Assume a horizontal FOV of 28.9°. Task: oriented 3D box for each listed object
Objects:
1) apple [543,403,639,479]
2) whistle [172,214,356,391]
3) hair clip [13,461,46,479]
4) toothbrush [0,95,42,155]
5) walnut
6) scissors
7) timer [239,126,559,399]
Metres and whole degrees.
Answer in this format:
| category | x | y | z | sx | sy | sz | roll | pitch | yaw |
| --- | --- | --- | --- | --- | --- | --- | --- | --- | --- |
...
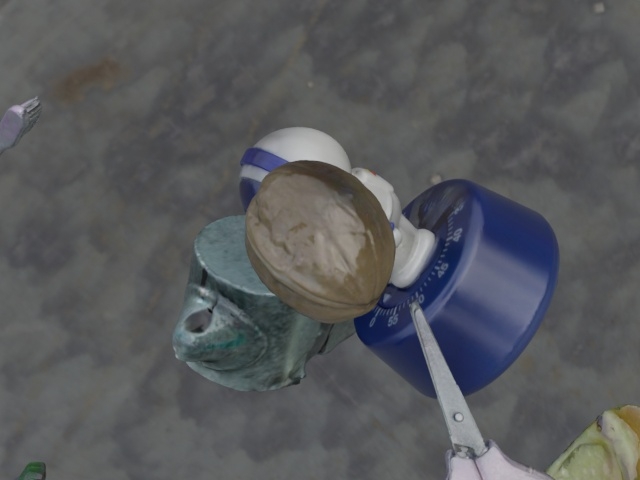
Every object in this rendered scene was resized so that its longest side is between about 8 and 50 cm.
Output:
| category | x | y | z | sx | sy | sz | roll | pitch | yaw |
| --- | --- | --- | --- | --- | --- | --- | --- | --- | --- |
| apple | 0.236 | 0.234 | 0.998 | 0.120 | 0.193 | 0.265 | 59 | 135 | 30 |
| whistle | -0.022 | 0.080 | 1.701 | 0.404 | 0.168 | 0.188 | -3 | 36 | -23 |
| hair clip | -0.254 | 0.251 | 0.995 | 0.052 | 0.195 | 0.124 | 24 | 45 | -12 |
| toothbrush | -0.322 | -0.038 | 1.154 | 0.024 | 0.354 | 0.029 | 49 | 51 | 0 |
| walnut | -0.001 | 0.001 | 1.186 | 0.162 | 0.140 | 0.140 | 36 | 79 | 14 |
| scissors | 0.091 | 0.121 | 0.786 | 0.100 | 0.015 | 0.189 | -14 | 65 | -13 |
| timer | 0.065 | -0.004 | 1.501 | 0.270 | 0.383 | 0.270 | -46 | 25 | 28 |
